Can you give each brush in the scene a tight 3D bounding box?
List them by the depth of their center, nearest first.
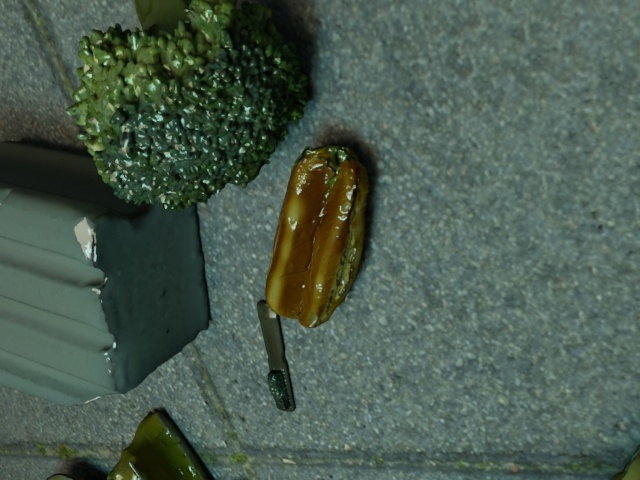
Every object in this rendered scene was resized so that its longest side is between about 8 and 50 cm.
[{"bbox_3d":[-0.070,0.177,1.208,0.034,0.027,0.190,7,118,30],"label":"brush"}]

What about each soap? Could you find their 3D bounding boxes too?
[{"bbox_3d":[-0.402,0.046,1.244,0.435,0.213,0.350,10,118,30],"label":"soap"},{"bbox_3d":[-0.313,0.509,1.473,0.304,0.169,0.338,-32,94,32],"label":"soap"}]

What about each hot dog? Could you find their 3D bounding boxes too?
[{"bbox_3d":[0.000,0.000,1.030,0.115,0.072,0.268,31,127,18],"label":"hot dog"}]

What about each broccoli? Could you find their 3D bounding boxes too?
[{"bbox_3d":[-0.160,-0.166,0.955,0.288,0.235,0.259,-21,106,3],"label":"broccoli"}]

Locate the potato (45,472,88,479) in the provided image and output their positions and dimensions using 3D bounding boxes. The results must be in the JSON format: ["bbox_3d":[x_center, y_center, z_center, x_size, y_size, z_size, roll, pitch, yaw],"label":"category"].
[{"bbox_3d":[-0.435,0.580,1.633,0.299,0.116,0.239,42,126,22],"label":"potato"}]

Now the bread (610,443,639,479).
[{"bbox_3d":[0.427,0.404,0.873,0.341,0.210,0.300,31,131,16],"label":"bread"}]
